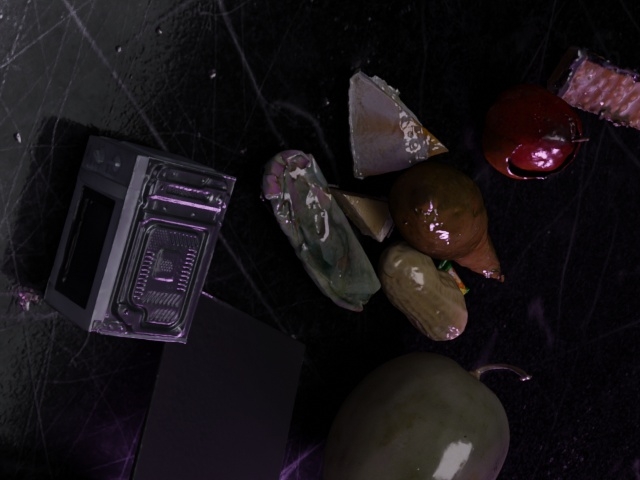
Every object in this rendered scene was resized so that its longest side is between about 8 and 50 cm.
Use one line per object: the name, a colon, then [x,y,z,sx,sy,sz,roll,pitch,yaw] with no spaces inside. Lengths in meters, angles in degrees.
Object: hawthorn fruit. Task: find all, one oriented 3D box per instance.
hawthorn fruit: [0.331,-0.162,1.600,0.148,0.172,0.148,-25,122,-50]

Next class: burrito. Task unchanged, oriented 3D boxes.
burrito: [0.001,-0.003,1.442,0.096,0.066,0.309,-50,135,-18]

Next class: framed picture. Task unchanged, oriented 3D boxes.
framed picture: [-0.132,0.253,1.370,0.255,0.014,0.338,32,61,-43]

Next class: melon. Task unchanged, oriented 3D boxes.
melon: [0.139,0.304,1.555,0.308,0.272,0.271,-46,131,-31]
melon: [0.090,-0.142,1.453,0.202,0.093,0.139,37,89,-38]

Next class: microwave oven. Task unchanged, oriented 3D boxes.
microwave oven: [-0.207,0.000,1.221,0.162,0.122,0.208,12,98,-42]

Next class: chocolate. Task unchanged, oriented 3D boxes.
chocolate: [0.496,-0.255,1.787,0.329,0.065,0.102,11,118,-42]

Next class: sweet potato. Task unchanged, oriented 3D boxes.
sweet potato: [0.191,-0.023,1.532,0.130,0.131,0.423,-62,156,-4]

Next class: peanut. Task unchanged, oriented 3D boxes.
peanut: [0.156,0.075,1.591,0.214,0.090,0.098,44,73,-43]

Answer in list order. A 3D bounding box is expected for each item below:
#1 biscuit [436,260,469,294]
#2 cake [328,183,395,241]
biscuit: [0.208,0.069,1.686,0.046,0.016,0.089,-50,132,-15]
cake: [0.052,-0.043,1.480,0.121,0.052,0.065,17,97,-44]
